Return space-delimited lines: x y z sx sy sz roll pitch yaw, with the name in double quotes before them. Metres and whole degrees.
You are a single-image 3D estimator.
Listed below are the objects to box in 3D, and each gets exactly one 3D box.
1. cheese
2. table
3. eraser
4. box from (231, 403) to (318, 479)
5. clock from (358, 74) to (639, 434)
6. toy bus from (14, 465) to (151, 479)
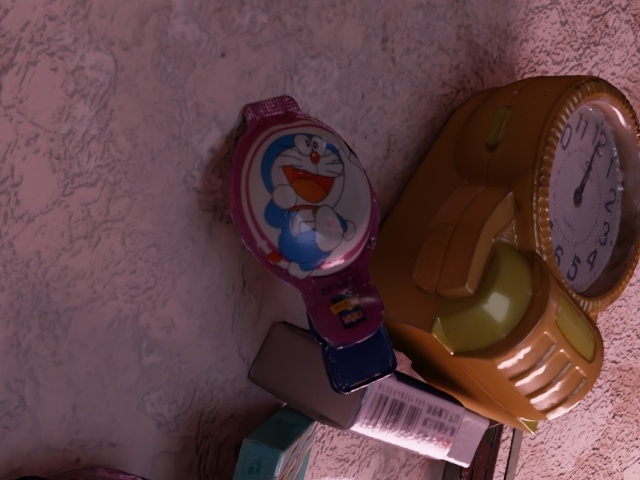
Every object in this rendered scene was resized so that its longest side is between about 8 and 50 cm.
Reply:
"cheese" 0.000 0.000 1.009 0.155 0.062 0.244 -17 87 -41
"table" 0.170 0.250 1.365 0.175 0.062 0.146 -6 110 -48
"eraser" 0.049 0.143 1.135 0.210 0.124 0.068 28 84 -51
"box" -0.060 0.264 1.074 0.162 0.041 0.229 -18 124 -79
"clock" 0.187 -0.007 1.182 0.244 0.200 0.317 45 63 -46
"toy bus" -0.178 0.316 0.956 0.147 0.127 0.302 -7 110 -52
